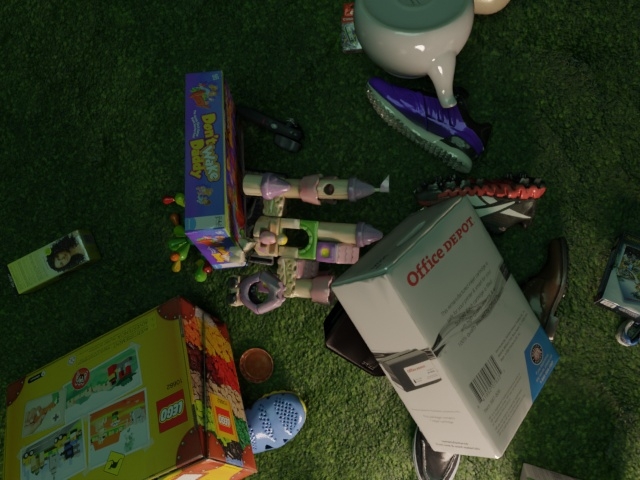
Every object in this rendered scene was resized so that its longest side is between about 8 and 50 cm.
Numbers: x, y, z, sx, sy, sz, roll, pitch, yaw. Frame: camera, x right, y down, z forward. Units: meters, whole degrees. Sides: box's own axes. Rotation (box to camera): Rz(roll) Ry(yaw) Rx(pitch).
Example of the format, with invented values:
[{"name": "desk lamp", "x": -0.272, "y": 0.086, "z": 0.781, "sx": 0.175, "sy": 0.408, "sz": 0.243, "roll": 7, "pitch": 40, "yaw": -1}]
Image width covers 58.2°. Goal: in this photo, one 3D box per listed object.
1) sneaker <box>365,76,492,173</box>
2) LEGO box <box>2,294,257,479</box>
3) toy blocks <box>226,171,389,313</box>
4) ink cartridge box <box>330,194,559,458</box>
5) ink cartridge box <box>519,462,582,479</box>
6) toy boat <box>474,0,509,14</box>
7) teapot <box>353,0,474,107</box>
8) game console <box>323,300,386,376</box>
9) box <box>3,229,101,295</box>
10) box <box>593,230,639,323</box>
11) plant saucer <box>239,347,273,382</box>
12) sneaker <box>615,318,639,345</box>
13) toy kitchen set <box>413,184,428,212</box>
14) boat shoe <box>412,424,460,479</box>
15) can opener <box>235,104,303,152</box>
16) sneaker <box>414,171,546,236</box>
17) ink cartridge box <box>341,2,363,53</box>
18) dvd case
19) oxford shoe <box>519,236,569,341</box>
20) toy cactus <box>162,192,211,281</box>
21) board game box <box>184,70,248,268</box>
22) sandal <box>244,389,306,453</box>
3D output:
[{"name": "sneaker", "x": 0.240, "y": -0.283, "z": 1.244, "sx": 0.293, "sy": 0.102, "sz": 0.146, "roll": 38, "pitch": 91, "yaw": 5}, {"name": "LEGO box", "x": -0.431, "y": 0.407, "z": 1.258, "sx": 0.500, "sy": 0.193, "sz": 0.372, "roll": -27, "pitch": 54, "yaw": 11}, {"name": "toy blocks", "x": 0.000, "y": 0.000, "z": 1.182, "sx": 0.260, "sy": 0.309, "sz": 0.288, "roll": 5, "pitch": 92, "yaw": 18}, {"name": "ink cartridge box", "x": 0.246, "y": 0.156, "z": 1.093, "sx": 0.166, "sy": 0.285, "sz": 0.394, "roll": -20, "pitch": 105, "yaw": 52}, {"name": "ink cartridge box", "x": 0.518, "y": 0.551, "z": 1.164, "sx": 0.213, "sy": 0.154, "sz": 0.093, "roll": 12, "pitch": 93, "yaw": 11}, {"name": "toy boat", "x": 0.289, "y": -0.637, "z": 1.211, "sx": 0.318, "sy": 0.148, "sz": 0.267, "roll": 22, "pitch": 100, "yaw": 3}, {"name": "teapot", "x": 0.183, "y": -0.427, "z": 1.173, "sx": 0.253, "sy": 0.187, "sz": 0.256, "roll": 14, "pitch": 64, "yaw": 13}, {"name": "game console", "x": 0.162, "y": 0.110, "z": 1.231, "sx": 0.213, "sy": 0.044, "sz": 0.361, "roll": 37, "pitch": 85, "yaw": -35}, {"name": "box", "x": -0.675, "y": 0.056, "z": 1.450, "sx": 0.232, "sy": 0.058, "sz": 0.087, "roll": -26, "pitch": 86, "yaw": 12}, {"name": "box", "x": 0.689, "y": 0.101, "z": 1.148, "sx": 0.233, "sy": 0.044, "sz": 0.159, "roll": 25, "pitch": 71, "yaw": 10}, {"name": "plant saucer", "x": -0.151, "y": 0.296, "z": 1.369, "sx": 0.084, "sy": 0.013, "sz": 0.083, "roll": 0, "pitch": 92, "yaw": 12}, {"name": "sneaker", "x": 0.659, "y": 0.158, "z": 1.177, "sx": 0.052, "sy": 0.058, "sz": 0.135, "roll": 23, "pitch": 94, "yaw": 10}, {"name": "toy kitchen set", "x": 0.231, "y": -0.071, "z": 1.252, "sx": 0.068, "sy": 0.075, "sz": 0.083, "roll": -40, "pitch": 79, "yaw": 11}, {"name": "boat shoe", "x": 0.263, "y": 0.403, "z": 1.240, "sx": 0.108, "sy": 0.102, "sz": 0.301, "roll": 12, "pitch": 93, "yaw": 11}, {"name": "can opener", "x": -0.121, "y": -0.270, "z": 1.330, "sx": 0.186, "sy": 0.059, "sz": 0.073, "roll": 29, "pitch": 97, "yaw": 9}, {"name": "sneaker", "x": 0.329, "y": -0.071, "z": 1.197, "sx": 0.276, "sy": 0.097, "sz": 0.135, "roll": -1, "pitch": 109, "yaw": -9}, {"name": "ink cartridge box", "x": 0.080, "y": -0.485, "z": 1.300, "sx": 0.063, "sy": 0.029, "sz": 0.115, "roll": 0, "pitch": 91, "yaw": 12}, {"name": "dvd case", "x": -0.173, "y": -0.062, "z": 1.324, "sx": 0.165, "sy": 0.018, "sz": 0.221, "roll": 8, "pitch": 75, "yaw": 3}, {"name": "oxford shoe", "x": 0.462, "y": 0.098, "z": 1.206, "sx": 0.096, "sy": 0.083, "sz": 0.227, "roll": 15, "pitch": 93, "yaw": 15}, {"name": "toy cactus", "x": -0.279, "y": -0.019, "z": 1.355, "sx": 0.181, "sy": 0.112, "sz": 0.218, "roll": -16, "pitch": 79, "yaw": 2}, {"name": "board game box", "x": -0.216, "y": -0.139, "z": 1.209, "sx": 0.078, "sy": 0.233, "sz": 0.346, "roll": -5, "pitch": 71, "yaw": 2}, {"name": "sandal", "x": -0.176, "y": 0.450, "z": 1.316, "sx": 0.317, "sy": 0.138, "sz": 0.126, "roll": -31, "pitch": 83, "yaw": 9}]
